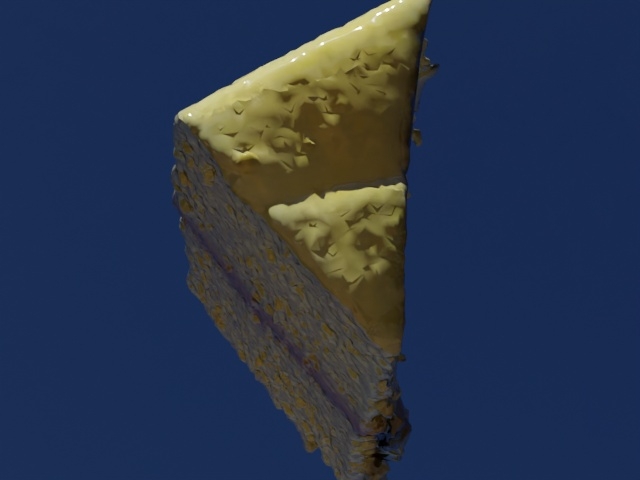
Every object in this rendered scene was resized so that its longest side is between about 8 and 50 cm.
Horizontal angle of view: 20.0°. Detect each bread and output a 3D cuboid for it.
[{"bbox_3d":[0.000,0.000,0.843,0.142,0.178,0.266,19,-21,2],"label":"bread"}]
